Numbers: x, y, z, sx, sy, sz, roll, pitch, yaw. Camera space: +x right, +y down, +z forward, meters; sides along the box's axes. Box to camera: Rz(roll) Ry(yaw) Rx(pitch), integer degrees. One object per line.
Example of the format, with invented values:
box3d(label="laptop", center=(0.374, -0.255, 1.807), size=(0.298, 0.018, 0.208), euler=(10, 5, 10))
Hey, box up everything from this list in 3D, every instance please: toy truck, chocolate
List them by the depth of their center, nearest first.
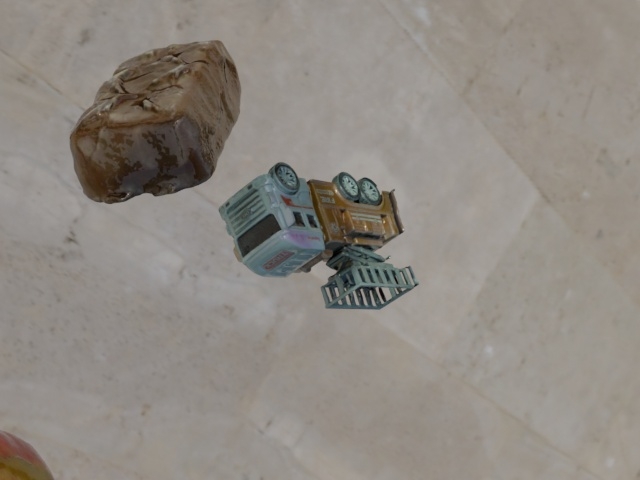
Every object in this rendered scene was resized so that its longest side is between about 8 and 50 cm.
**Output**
box3d(label="toy truck", center=(-0.001, 0.001, 1.005), size=(0.177, 0.115, 0.080), euler=(6, 147, -46))
box3d(label="chocolate", center=(-0.173, -0.131, 1.141), size=(0.214, 0.148, 0.093), euler=(-76, 151, -57))

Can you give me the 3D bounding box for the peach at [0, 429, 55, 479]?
box3d(label="peach", center=(-0.541, 0.419, 1.522), size=(0.370, 0.370, 0.370), euler=(-19, 121, -35))
